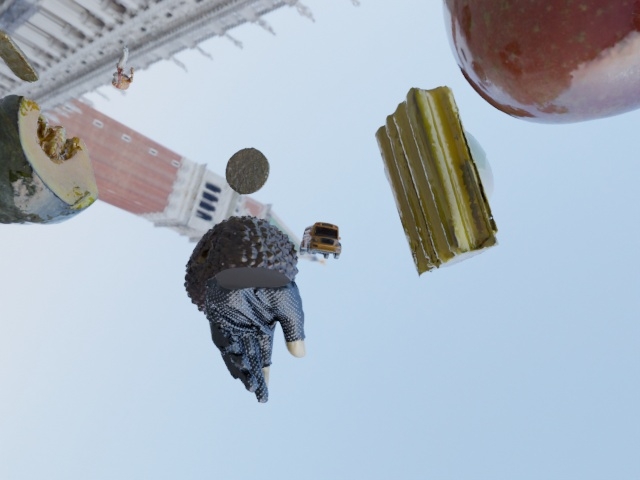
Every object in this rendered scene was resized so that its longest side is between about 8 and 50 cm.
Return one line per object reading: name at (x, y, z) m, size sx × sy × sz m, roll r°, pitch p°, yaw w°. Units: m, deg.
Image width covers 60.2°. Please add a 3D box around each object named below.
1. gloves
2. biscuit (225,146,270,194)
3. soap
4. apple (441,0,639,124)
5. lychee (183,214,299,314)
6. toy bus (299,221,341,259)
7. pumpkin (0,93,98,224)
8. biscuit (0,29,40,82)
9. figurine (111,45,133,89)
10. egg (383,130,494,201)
gloves at (-0.093, 0.133, 0.766) m, size 0.106 × 0.129 × 0.180 m, roll 22°, pitch -64°, yaw 37°
biscuit at (-0.176, -0.167, 1.332) m, size 0.120 × 0.015 × 0.120 m, roll -2°, pitch -96°, yaw 18°
soap at (0.216, -0.108, 1.050) m, size 0.204 × 0.096 × 0.324 m, roll 135°, pitch -58°, yaw -71°
apple at (0.315, -0.315, 0.677) m, size 0.349 × 0.276 × 0.348 m, roll -19°, pitch -149°, yaw 12°
lychee at (-0.181, 0.073, 1.330) m, size 0.268 × 0.268 × 0.267 m, roll -23°, pitch -125°, yaw 36°
toy bus at (0.000, 0.000, 1.431) m, size 0.194 × 0.084 × 0.088 m, roll 171°, pitch -71°, yaw -79°
pumpkin at (-0.678, -0.165, 1.245) m, size 0.226 × 0.303 × 0.256 m, roll -12°, pitch -115°, yaw 17°
biscuit at (-0.634, -0.379, 1.137) m, size 0.071 × 0.147 × 0.018 m, roll 12°, pitch -116°, yaw 15°
figurine at (-0.461, -0.402, 1.298) m, size 0.109 × 0.047 × 0.064 m, roll 120°, pitch -28°, yaw -42°
egg at (0.374, -0.207, 1.681) m, size 0.278 × 0.336 × 0.278 m, roll -58°, pitch -169°, yaw 18°
